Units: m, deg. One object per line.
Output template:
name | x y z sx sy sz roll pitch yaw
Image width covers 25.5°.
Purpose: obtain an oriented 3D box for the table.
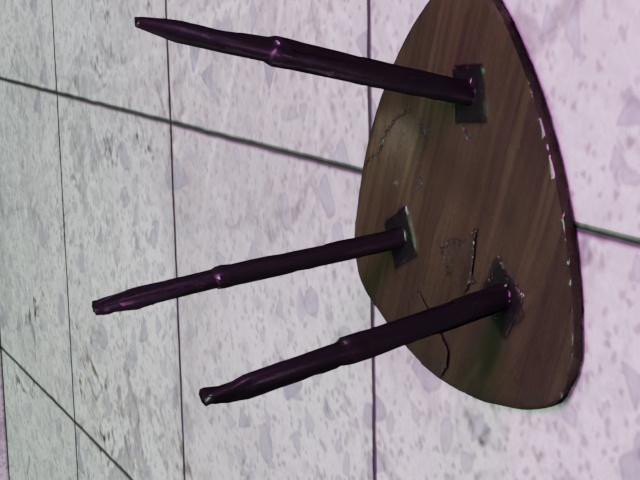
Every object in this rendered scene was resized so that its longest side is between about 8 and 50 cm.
table | 0.000 0.000 0.970 0.317 0.249 0.317 174 90 -66
